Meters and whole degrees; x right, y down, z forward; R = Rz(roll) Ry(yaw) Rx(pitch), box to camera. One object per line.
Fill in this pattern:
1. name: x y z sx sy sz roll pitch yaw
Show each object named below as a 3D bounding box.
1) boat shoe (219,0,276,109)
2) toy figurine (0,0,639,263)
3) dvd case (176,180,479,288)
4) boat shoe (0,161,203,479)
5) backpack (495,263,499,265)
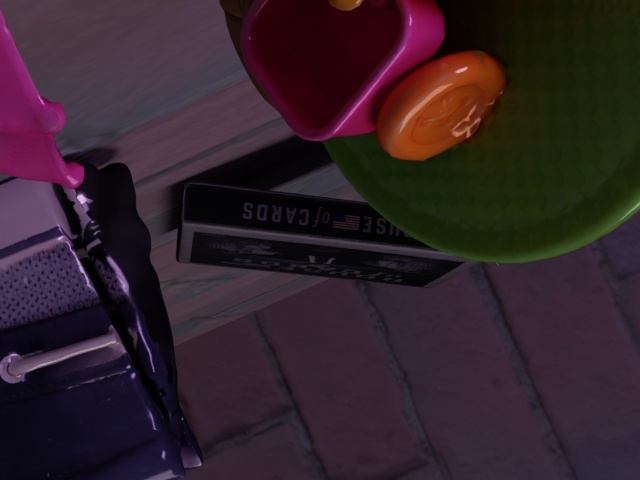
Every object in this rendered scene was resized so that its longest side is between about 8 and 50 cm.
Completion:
1. boat shoe: 0.094 -0.103 0.471 0.277 0.098 0.096 -14 -176 44
2. toy figurine: -0.008 -0.067 0.344 0.159 0.130 0.173 -7 144 -44
3. dvd case: 0.000 0.000 1.198 0.179 0.029 0.238 6 173 -4
4. boat shoe: -0.217 0.098 0.871 0.340 0.158 0.127 -24 176 8
5. backpack: 0.113 -0.057 1.203 0.101 0.098 0.120 -38 164 5
